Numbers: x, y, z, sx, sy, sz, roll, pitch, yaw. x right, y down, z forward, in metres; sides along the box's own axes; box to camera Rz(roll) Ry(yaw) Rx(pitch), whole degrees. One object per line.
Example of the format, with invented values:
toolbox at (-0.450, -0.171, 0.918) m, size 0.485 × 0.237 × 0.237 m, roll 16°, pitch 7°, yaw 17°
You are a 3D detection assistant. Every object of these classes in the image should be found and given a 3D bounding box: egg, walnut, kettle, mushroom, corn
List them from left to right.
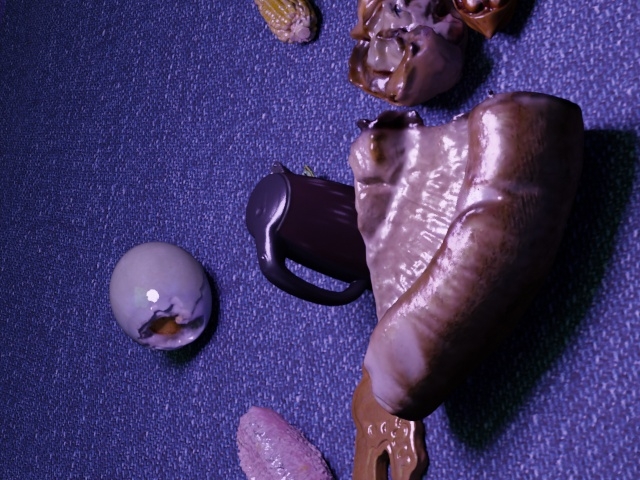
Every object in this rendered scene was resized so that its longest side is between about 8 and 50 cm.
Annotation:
egg at (-0.293, 0.090, 2.095) m, size 0.183 × 0.183 × 0.217 m, roll -51°, pitch 40°, yaw 27°
corn at (-0.081, -0.447, 2.138) m, size 0.086 × 0.086 × 0.288 m, roll -57°, pitch 36°, yaw 20°
kettle at (0.000, 0.000, 1.692) m, size 0.144 × 0.232 × 0.202 m, roll -22°, pitch 58°, yaw 49°
walnut at (0.136, -0.293, 1.726) m, size 0.204 × 0.141 × 0.238 m, roll -49°, pitch 40°, yaw 48°
mushroom at (0.195, 0.031, 1.471) m, size 0.314 × 0.224 × 0.397 m, roll -7°, pitch 76°, yaw 37°
walnut at (0.236, -0.380, 1.650) m, size 0.116 × 0.116 × 0.207 m, roll -20°, pitch 63°, yaw 48°

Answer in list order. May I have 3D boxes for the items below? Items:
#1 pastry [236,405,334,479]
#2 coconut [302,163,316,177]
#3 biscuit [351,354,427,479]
pastry at (-0.049, 0.347, 1.716) m, size 0.265 × 0.103 × 0.112 m, roll 59°, pitch 140°, yaw 40°
coconut at (-0.040, -0.039, 1.918) m, size 0.158 × 0.055 × 0.133 m, roll -42°, pitch 46°, yaw 37°
biscuit at (0.095, 0.241, 1.632) m, size 0.144 × 0.040 × 0.236 m, roll -23°, pitch 59°, yaw 41°
